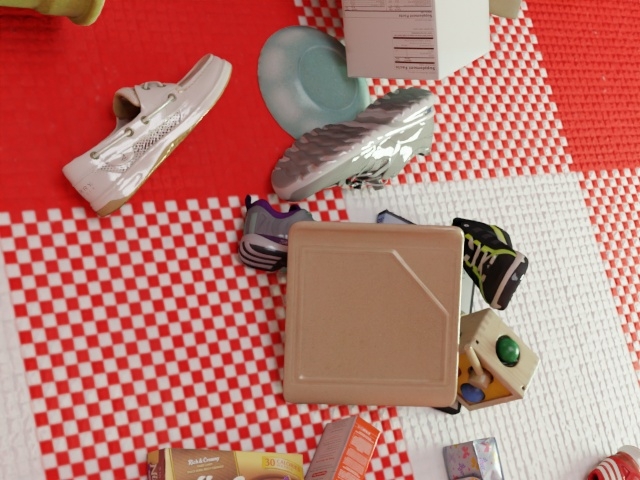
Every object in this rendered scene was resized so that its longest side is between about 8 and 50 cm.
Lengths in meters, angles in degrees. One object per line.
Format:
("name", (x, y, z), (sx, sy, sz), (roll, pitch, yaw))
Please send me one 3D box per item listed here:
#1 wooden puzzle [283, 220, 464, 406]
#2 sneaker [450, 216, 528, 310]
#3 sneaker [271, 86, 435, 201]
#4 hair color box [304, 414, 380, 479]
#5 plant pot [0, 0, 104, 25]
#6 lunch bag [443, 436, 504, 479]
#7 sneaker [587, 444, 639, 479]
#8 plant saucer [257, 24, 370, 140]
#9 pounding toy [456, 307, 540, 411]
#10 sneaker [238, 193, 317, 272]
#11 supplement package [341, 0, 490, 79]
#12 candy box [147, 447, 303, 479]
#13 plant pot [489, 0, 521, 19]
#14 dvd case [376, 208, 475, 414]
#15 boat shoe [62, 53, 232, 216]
("wooden puzzle", (0.066, 0.094, 1.392), (0.221, 0.044, 0.238), (2, 100, -3))
("sneaker", (0.216, 0.026, 1.528), (0.097, 0.234, 0.084), (24, 103, -8))
("sneaker", (0.060, -0.110, 1.525), (0.281, 0.105, 0.115), (-29, 120, -26))
("hair color box", (0.018, 0.292, 1.370), (0.043, 0.072, 0.141), (37, 57, -19))
("plant pot", (-0.397, -0.370, 1.223), (0.254, 0.276, 0.276), (-10, 79, -26))
("lunch bag", (0.209, 0.314, 1.496), (0.053, 0.071, 0.083), (-4, 77, -34))
("sneaker", (0.467, 0.429, 1.642), (0.128, 0.087, 0.221), (-21, 73, -30))
("plant saucer", (0.002, -0.225, 1.570), (0.195, 0.037, 0.195), (13, 65, -31))
("pounding toy", (0.211, 0.163, 1.480), (0.130, 0.141, 0.100), (44, 54, -14))
("sneaker", (0.000, 0.000, 1.458), (0.224, 0.083, 0.098), (16, 59, -27))
("supplement package", (0.136, -0.350, 1.565), (0.194, 0.149, 0.203), (-35, 126, -53))
("candy box", (-0.109, 0.302, 1.290), (0.187, 0.053, 0.109), (11, 67, -33))
("plant pot", (0.232, -0.499, 1.714), (0.191, 0.284, 0.284), (9, 64, 5))
("dvd case", (0.139, 0.101, 1.556), (0.180, 0.022, 0.253), (24, 61, -26))
("boat shoe", (-0.211, -0.154, 1.356), (0.096, 0.098, 0.277), (45, 55, -15))
